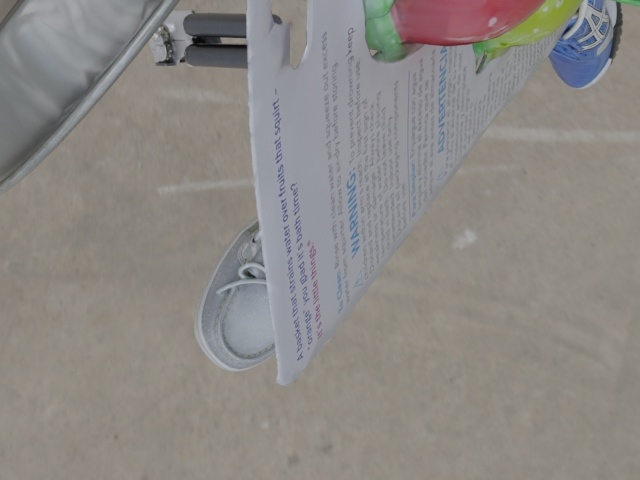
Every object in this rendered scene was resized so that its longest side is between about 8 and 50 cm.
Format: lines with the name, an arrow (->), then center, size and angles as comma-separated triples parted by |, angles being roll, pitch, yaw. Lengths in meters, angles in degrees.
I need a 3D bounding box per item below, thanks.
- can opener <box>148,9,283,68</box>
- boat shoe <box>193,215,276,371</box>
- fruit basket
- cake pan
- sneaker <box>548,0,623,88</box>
can opener -> -0.133, -0.258, 1.684 | 0.093, 0.280, 0.074 | -12, 105, -35
boat shoe -> 0.003, 0.001, 1.322 | 0.320, 0.103, 0.118 | -43, 100, -14
fruit basket -> 0.056, -0.172, 0.494 | 0.353, 0.165, 0.327 | -44, 145, -36
cake pan -> -0.112, -0.156, 0.709 | 0.054, 0.293, 0.293 | 36, 102, -19
sneaker -> 0.202, -0.193, 1.103 | 0.081, 0.080, 0.211 | -55, 152, -21
